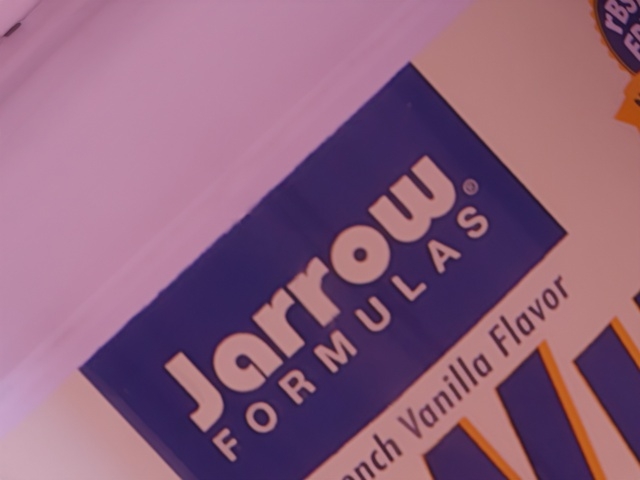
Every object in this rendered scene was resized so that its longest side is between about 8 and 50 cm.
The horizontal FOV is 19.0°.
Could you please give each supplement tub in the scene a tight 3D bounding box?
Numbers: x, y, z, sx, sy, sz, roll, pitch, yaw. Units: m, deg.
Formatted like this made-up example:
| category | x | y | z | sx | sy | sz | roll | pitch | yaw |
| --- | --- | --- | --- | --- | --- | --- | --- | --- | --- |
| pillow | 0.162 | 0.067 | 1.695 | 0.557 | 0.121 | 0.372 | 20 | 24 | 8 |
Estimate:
| category | x | y | z | sx | sy | sz | roll | pitch | yaw |
| --- | --- | --- | --- | --- | --- | --- | --- | --- | --- |
| supplement tub | 0.031 | 0.037 | 0.502 | 0.325 | 0.235 | 0.235 | 47 | 180 | -3 |
